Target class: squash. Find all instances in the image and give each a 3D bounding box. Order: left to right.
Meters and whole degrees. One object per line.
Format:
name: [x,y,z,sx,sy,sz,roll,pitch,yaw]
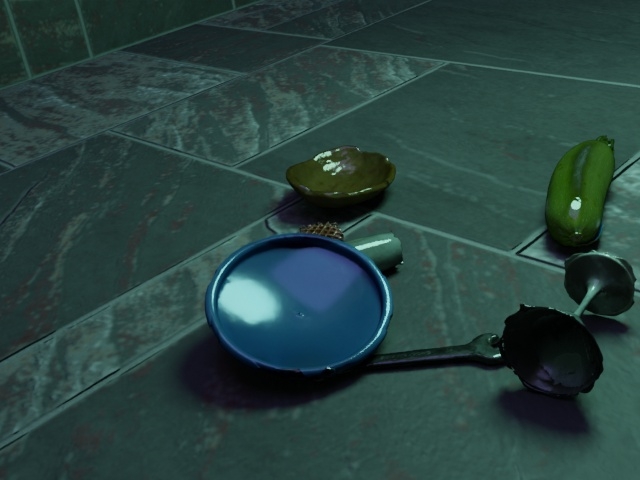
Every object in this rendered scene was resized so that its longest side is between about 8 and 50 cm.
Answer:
squash: [0.408,-0.092,1.255,0.095,0.094,0.341,5,34,25]

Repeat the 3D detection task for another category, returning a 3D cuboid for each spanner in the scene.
spanner: [0.104,0.144,0.981,0.255,0.015,0.054,-7,30,5]

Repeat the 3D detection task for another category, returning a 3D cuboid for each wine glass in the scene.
wine glass: [0.003,0.045,1.140,0.262,0.074,0.074,-17,29,-20]
wine glass: [0.299,0.086,0.933,0.122,0.122,0.183,12,33,34]

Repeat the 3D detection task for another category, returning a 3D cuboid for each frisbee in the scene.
frisbee: [-0.028,0.085,1.033,0.242,0.045,0.242,3,45,-3]

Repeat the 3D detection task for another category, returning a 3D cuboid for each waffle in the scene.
waffle: [0.000,0.000,1.259,0.075,0.029,0.083,-17,32,-9]

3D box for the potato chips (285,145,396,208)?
potato chips: [0.035,-0.104,1.406,0.195,0.061,0.208,-6,27,-7]
